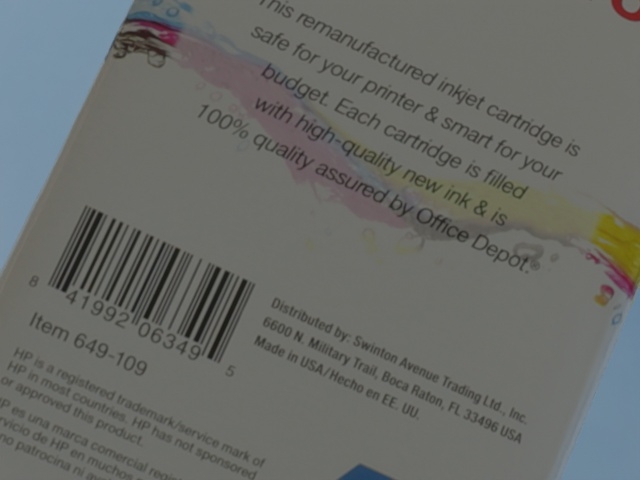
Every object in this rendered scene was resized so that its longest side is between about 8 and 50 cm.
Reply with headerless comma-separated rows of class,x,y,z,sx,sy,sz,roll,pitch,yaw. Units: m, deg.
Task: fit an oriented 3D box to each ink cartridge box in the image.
ink cartridge box,0.000,0.000,0.531,0.198,0.197,0.270,25,-99,-5
